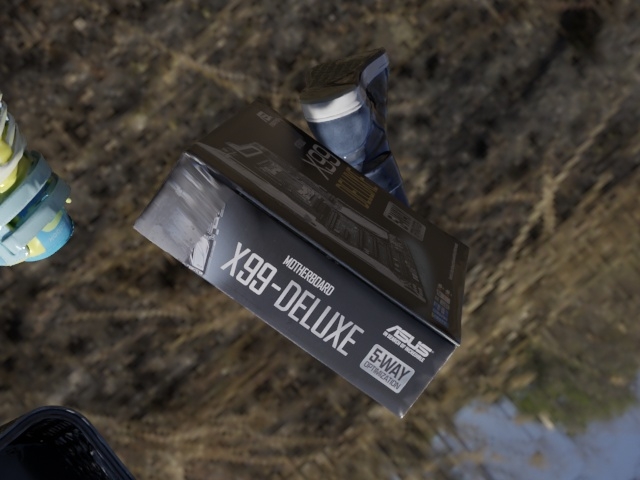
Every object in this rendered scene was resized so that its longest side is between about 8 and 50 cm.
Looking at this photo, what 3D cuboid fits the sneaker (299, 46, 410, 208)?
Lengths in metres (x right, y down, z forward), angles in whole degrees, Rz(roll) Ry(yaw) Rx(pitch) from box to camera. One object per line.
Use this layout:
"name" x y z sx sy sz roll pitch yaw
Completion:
"sneaker" 0.042 -0.103 1.443 0.086 0.163 0.226 -13 -161 18

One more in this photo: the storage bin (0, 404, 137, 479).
"storage bin" -0.155 0.173 0.628 0.180 0.122 0.084 -41 -175 -25

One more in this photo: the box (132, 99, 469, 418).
"box" 0.000 0.000 1.140 0.076 0.242 0.307 -54 -179 14

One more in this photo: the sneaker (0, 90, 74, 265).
"sneaker" -0.300 -0.086 1.294 0.127 0.208 0.319 -54 -172 -27
